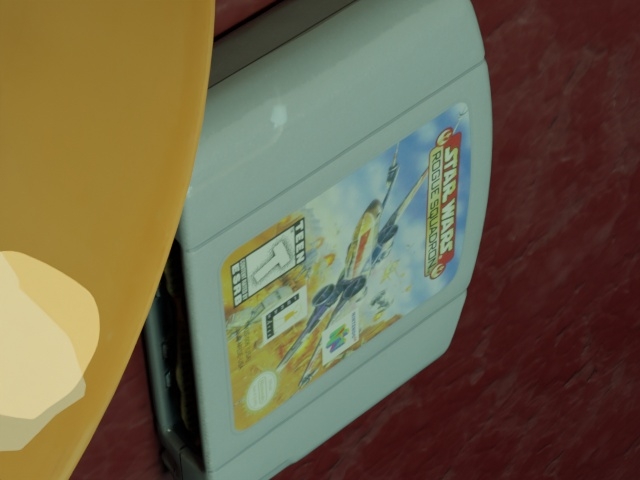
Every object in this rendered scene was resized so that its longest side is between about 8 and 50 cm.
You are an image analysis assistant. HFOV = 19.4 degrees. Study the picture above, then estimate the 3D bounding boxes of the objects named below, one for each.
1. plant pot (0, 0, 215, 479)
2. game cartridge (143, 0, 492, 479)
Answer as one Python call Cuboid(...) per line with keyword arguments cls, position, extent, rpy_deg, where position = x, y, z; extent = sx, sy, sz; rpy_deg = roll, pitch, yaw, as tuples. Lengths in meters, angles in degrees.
Cuboid(cls="plant pot", position=(-0.195, -0.042, 0.421), extent=(0.203, 0.291, 0.291), rpy_deg=(24, 105, -43))
Cuboid(cls="game cartridge", position=(0.000, 0.000, 0.931), extent=(0.198, 0.062, 0.297), rpy_deg=(-31, 146, -22))
